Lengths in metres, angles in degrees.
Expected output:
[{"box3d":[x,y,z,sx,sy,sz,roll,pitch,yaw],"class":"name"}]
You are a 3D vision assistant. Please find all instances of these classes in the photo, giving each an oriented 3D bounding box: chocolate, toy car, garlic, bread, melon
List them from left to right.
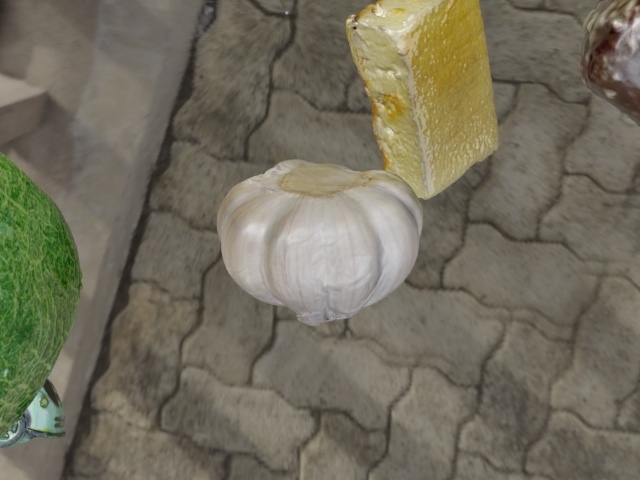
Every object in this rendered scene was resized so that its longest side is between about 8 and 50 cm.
[{"box3d":[-0.289,0.008,0.896,0.124,0.323,0.196,9,64,20],"class":"melon"},{"box3d":[-0.461,0.176,1.563,0.306,0.136,0.125,16,82,-2],"class":"toy car"},{"box3d":[0.000,0.002,1.369,0.228,0.228,0.152,-6,121,0],"class":"garlic"},{"box3d":[0.147,-0.215,1.733,0.185,0.114,0.275,-38,127,-32],"class":"bread"},{"box3d":[0.462,-0.272,1.684,0.210,0.340,0.225,32,123,-2],"class":"chocolate"}]
